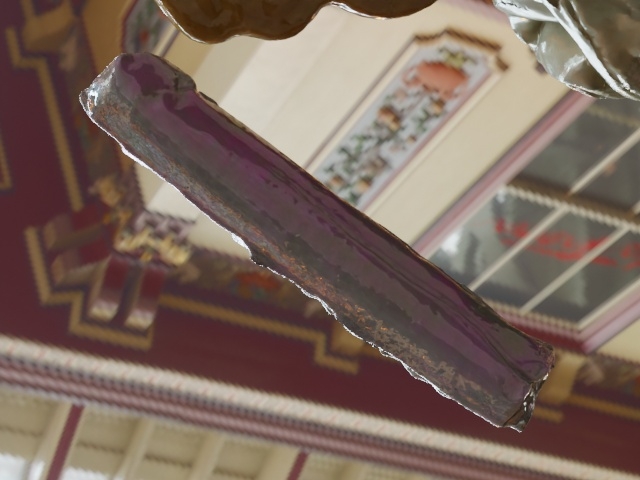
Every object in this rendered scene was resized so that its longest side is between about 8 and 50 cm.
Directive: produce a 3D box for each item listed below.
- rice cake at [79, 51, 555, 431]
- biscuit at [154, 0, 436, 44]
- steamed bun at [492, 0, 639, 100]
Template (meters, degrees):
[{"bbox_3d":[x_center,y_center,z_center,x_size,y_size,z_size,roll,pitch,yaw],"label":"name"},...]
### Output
[{"bbox_3d":[0.000,0.000,0.720,0.270,0.055,0.049,38,-168,2],"label":"rice cake"},{"bbox_3d":[0.024,-0.173,0.644,0.236,0.040,0.144,-36,-82,-7],"label":"biscuit"},{"bbox_3d":[0.172,-0.160,0.880,0.218,0.144,0.211,23,-154,-5],"label":"steamed bun"}]
